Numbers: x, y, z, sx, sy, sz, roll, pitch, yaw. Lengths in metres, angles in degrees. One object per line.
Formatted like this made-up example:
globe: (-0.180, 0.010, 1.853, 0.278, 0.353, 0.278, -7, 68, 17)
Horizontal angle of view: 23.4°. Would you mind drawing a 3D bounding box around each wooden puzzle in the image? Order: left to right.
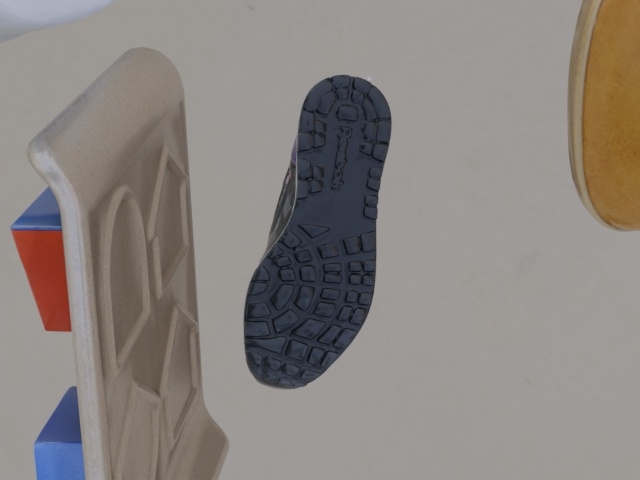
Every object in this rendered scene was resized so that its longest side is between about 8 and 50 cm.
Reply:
wooden puzzle: (-0.147, 0.060, 1.120, 0.080, 0.322, 0.348, -4, 108, 8)

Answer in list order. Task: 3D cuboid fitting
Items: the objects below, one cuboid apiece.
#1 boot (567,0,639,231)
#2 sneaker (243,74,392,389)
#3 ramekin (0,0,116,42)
boot: (0.202, -0.069, 0.510, 0.211, 0.104, 0.295, 43, 139, 33)
sneaker: (0.000, 0.000, 1.404, 0.107, 0.124, 0.283, 17, 81, -5)
ramekin: (-0.235, -0.279, 1.120, 0.277, 0.135, 0.277, -5, 98, -42)
